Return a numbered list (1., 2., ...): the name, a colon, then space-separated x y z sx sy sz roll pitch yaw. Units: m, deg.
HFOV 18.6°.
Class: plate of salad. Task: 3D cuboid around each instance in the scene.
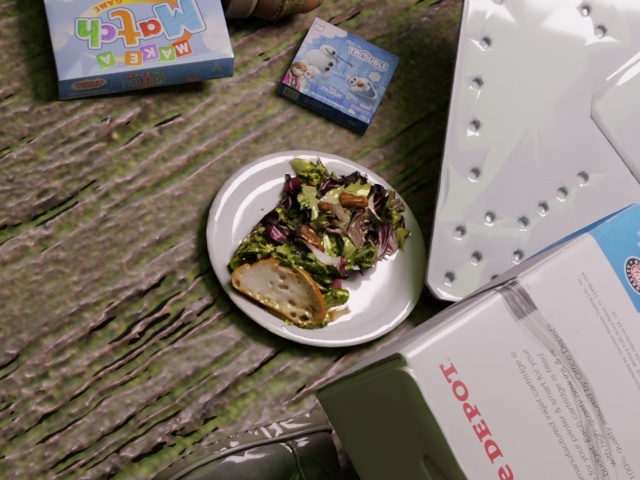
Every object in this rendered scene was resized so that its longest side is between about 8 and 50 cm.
1. plate of salad: 0.000 0.000 1.699 0.200 0.048 0.200 7 57 -12

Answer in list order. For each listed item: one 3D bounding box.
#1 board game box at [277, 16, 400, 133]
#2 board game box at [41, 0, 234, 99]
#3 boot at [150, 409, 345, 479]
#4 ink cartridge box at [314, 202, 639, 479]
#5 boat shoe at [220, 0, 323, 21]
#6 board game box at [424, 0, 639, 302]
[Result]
1. board game box: 0.018 -0.154 1.815 0.090 0.020 0.090 25 55 0
2. board game box: -0.177 -0.234 1.782 0.160 0.039 0.211 -9 63 -11
3. boot: -0.021 0.249 1.535 0.190 0.076 0.208 -17 72 -24
4. ink cartridge box: 0.179 0.139 1.560 0.307 0.129 0.223 -29 91 -39
5. boat shoe: -0.069 -0.345 1.863 0.104 0.111 0.307 -3 70 -22
6. board game box: 0.302 -0.107 1.762 0.390 0.050 0.390 10 81 -10
